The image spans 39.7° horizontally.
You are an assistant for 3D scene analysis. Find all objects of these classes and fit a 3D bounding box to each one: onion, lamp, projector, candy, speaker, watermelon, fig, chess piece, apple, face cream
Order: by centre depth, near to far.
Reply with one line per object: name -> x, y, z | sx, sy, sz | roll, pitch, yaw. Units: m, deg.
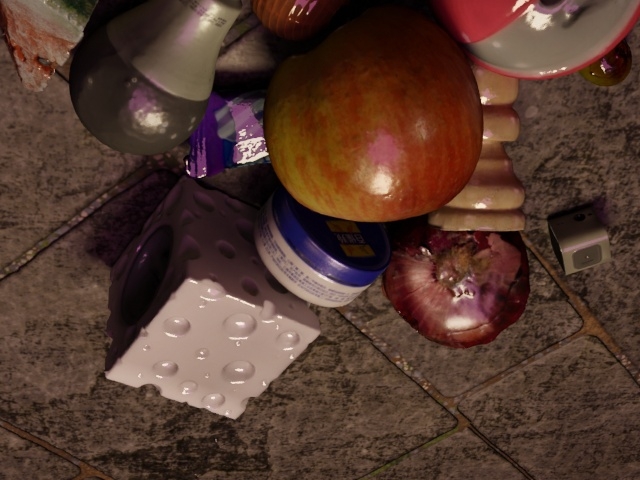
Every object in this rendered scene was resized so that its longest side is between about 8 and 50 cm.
watermelon -> -0.358, -0.273, 1.108 | 0.154, 0.094, 0.241 | 21, 154, -11
lamp -> -0.024, -0.320, 1.125 | 0.136, 0.136, 0.136 | -5, 132, -6
lamp -> -0.184, -0.230, 1.126 | 0.314, 0.182, 0.182 | -29, 131, 30
speaker -> 0.284, -0.346, 1.132 | 0.294, 0.294, 0.294 | -5, 132, -6
apple -> 0.070, -0.168, 1.146 | 0.301, 0.301, 0.301 | -5, 132, -6
chess piece -> 0.228, -0.143, 1.284 | 0.142, 0.143, 0.261 | -1, 97, -9
candy -> -0.068, -0.168, 1.298 | 0.275, 0.070, 0.145 | -6, 123, -10
fig -> 0.407, -0.264, 1.304 | 0.084, 0.082, 0.098 | 1, 173, -30
face cream -> 0.000, 0.000, 1.367 | 0.206, 0.206, 0.111 | 23, 126, -27
onion -> 0.226, 0.047, 1.462 | 0.252, 0.219, 0.252 | 2, 96, 16
projector -> 0.445, 0.001, 1.529 | 0.082, 0.083, 0.083 | -18, 133, 6

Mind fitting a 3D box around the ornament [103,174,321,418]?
ornament -> -0.175, 0.091, 1.393 | 0.239, 0.240, 0.239 | 25, 123, -29

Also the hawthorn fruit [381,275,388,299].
hawthorn fruit -> 0.132, 0.065, 1.551 | 0.066, 0.067, 0.103 | -23, 116, 11

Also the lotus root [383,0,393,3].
lotus root -> 0.090, -0.389, 1.116 | 0.077, 0.090, 0.183 | -30, 136, -18
